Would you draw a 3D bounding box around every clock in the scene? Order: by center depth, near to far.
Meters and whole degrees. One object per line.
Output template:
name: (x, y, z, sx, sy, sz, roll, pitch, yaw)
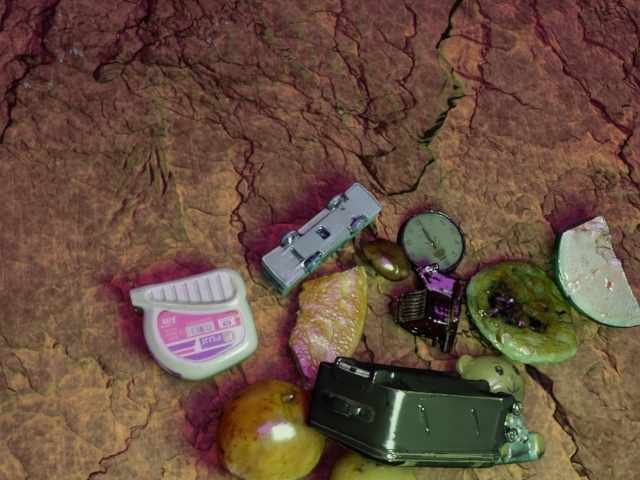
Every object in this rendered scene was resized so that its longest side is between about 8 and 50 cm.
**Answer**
clock: (0.292, 0.007, 2.071, 0.185, 0.040, 0.184, 5, 68, -11)

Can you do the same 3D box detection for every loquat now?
loquat: (0.107, 0.565, 1.711, 0.244, 0.244, 0.243, 5, 68, -11)

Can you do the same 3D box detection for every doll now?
doll: (0.412, 0.397, 1.876, 0.177, 0.161, 0.260, 3, 68, -27)

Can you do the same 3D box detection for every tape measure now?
tape measure: (-0.288, 0.189, 1.821, 0.258, 0.130, 0.265, -13, 78, -15)

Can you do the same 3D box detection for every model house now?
model house: (0.273, 0.155, 1.969, 0.164, 0.141, 0.203, 15, 58, 7)

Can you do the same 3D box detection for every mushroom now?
mushroom: (0.155, 0.036, 1.994, 0.171, 0.135, 0.080, 32, 104, 23)

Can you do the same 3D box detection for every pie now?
pie: (0.511, 0.175, 1.997, 0.323, 0.070, 0.323, 12, 47, -14)

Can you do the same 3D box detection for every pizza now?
pizza: (0.015, 0.202, 1.912, 0.182, 0.074, 0.365, 22, 66, -6)

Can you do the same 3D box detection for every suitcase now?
suitcase: (0.190, 0.362, 1.665, 0.434, 0.283, 0.194, 15, 86, -40)

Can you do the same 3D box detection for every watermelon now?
watermelon: (0.706, 0.097, 2.041, 0.224, 0.180, 0.305, -28, 94, -50)

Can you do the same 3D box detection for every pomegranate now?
pomegranate: (-0.106, 0.420, 1.717, 0.248, 0.248, 0.248, 5, 68, -11)

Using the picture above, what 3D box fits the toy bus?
toy bus: (0.000, 0.000, 1.954, 0.330, 0.136, 0.109, -39, 77, -23)
